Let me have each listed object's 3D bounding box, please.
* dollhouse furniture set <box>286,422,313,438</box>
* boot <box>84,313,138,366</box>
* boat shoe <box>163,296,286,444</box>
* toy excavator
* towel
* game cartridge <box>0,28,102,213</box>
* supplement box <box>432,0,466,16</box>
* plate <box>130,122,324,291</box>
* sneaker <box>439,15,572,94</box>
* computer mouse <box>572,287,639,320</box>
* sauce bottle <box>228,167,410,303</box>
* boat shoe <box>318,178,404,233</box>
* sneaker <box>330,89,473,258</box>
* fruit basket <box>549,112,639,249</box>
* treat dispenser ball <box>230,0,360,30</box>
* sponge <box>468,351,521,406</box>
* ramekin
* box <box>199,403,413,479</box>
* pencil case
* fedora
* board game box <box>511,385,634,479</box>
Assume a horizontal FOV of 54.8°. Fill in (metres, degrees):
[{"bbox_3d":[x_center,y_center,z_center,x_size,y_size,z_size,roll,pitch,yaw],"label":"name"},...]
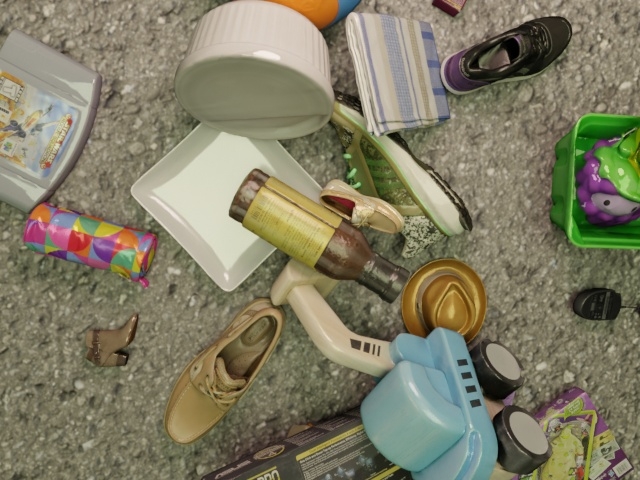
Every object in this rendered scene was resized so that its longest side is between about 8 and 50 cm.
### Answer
[{"bbox_3d":[-0.042,0.538,1.260,0.197,0.151,0.302,30,68,-21],"label":"dollhouse furniture set"},{"bbox_3d":[-0.411,0.191,1.204,0.086,0.042,0.119,15,87,1],"label":"boot"},{"bbox_3d":[-0.192,0.259,1.194,0.121,0.110,0.341,35,91,-8],"label":"boat shoe"},{"bbox_3d":[0.135,0.240,1.124,0.444,0.433,0.222,19,128,-25],"label":"toy excavator"},{"bbox_3d":[0.147,-0.301,1.120,0.034,0.285,0.210,-8,98,38],"label":"towel"},{"bbox_3d":[-0.539,-0.212,1.146,0.198,0.062,0.297,27,92,-3],"label":"game cartridge"},{"bbox_3d":[0.263,-0.488,1.199,0.054,0.043,0.083,29,91,-8],"label":"supplement box"},{"bbox_3d":[-0.172,-0.089,1.196,0.278,0.045,0.277,-43,99,-1],"label":"plate"},{"bbox_3d":[0.378,-0.356,1.174,0.283,0.124,0.107,-26,97,-10],"label":"sneaker"},{"bbox_3d":[0.639,0.134,1.305,0.241,0.041,0.071,3,104,-13],"label":"computer mouse"},{"bbox_3d":[0.000,0.000,1.125,0.344,0.111,0.111,33,92,0],"label":"sauce bottle"},{"bbox_3d":[0.072,-0.052,1.146,0.170,0.059,0.063,28,136,19],"label":"boat shoe"},{"bbox_3d":[0.098,-0.120,1.181,0.410,0.158,0.182,45,108,-3],"label":"sneaker"},{"bbox_3d":[0.637,-0.119,1.112,0.391,0.392,0.283,2,95,-6],"label":"fruit basket"},{"bbox_3d":[-0.043,-0.500,1.045,0.287,0.288,0.289,-1,96,-5],"label":"treat dispenser ball"},{"bbox_3d":[0.338,0.349,1.295,0.117,0.031,0.210,13,94,-7],"label":"sponge"},{"bbox_3d":[-0.105,-0.286,1.046,0.272,0.273,0.127,7,72,-6],"label":"ramekin"},{"bbox_3d":[0.007,0.520,1.148,0.394,0.097,0.319,-16,90,-31],"label":"box"},{"bbox_3d":[-0.425,0.007,1.156,0.236,0.104,0.105,19,94,-6],"label":"pencil case"},{"bbox_3d":[0.258,0.135,1.242,0.194,0.079,0.195,0,95,-6],"label":"fedora"},{"bbox_3d":[0.456,0.488,1.284,0.346,0.056,0.208,-34,102,-3],"label":"board game box"}]
